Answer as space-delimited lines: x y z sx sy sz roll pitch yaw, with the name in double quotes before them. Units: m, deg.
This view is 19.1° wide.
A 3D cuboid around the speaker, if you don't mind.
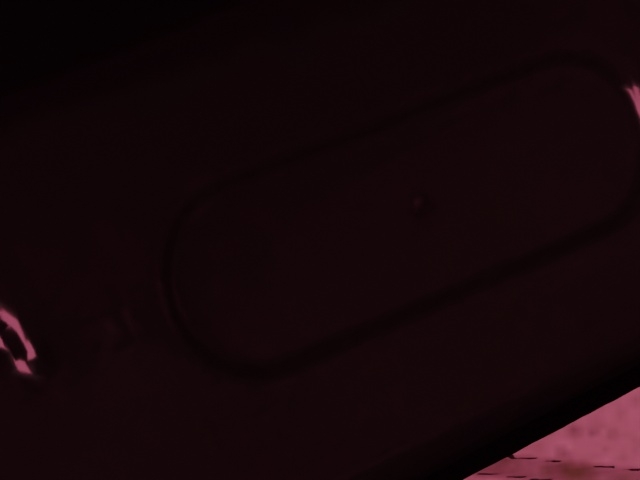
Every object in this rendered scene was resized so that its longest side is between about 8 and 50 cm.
"speaker" 0.000 0.000 0.451 0.388 0.184 0.180 -25 98 -28
